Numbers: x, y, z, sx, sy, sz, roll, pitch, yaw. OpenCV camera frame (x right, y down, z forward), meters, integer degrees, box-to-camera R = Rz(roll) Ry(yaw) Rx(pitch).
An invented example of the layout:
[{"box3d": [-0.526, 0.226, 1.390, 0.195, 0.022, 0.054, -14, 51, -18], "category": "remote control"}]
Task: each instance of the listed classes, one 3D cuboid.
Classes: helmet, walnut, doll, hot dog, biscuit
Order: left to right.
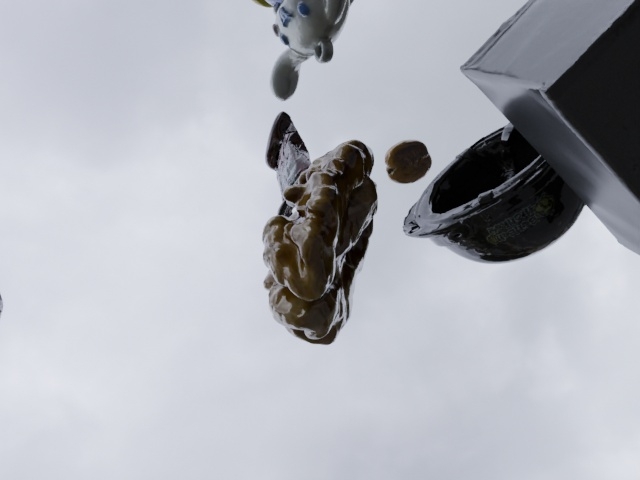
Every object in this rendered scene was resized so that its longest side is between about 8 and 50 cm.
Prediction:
[{"box3d": [-0.070, -0.162, 1.471, 0.063, 0.235, 0.151, 4, -47, -21], "category": "biscuit"}, {"box3d": [-0.027, -0.377, 1.033, 0.160, 0.242, 0.311, -30, -24, -37], "category": "doll"}, {"box3d": [0.000, 0.000, 0.522, 0.170, 0.069, 0.142, -62, -22, -50], "category": "walnut"}, {"box3d": [0.183, -0.164, 1.358, 0.140, 0.060, 0.089, -31, -86, -34], "category": "hot dog"}, {"box3d": [0.272, -0.052, 0.965, 0.279, 0.230, 0.160, -39, -72, 18], "category": "helmet"}]

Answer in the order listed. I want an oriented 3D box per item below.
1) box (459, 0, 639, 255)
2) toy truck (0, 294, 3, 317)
[{"box3d": [0.361, -0.140, 0.658, 0.345, 0.204, 0.251, 41, -81, -23], "category": "box"}, {"box3d": [-0.496, 0.027, 0.861, 0.124, 0.114, 0.253, -12, -61, -12], "category": "toy truck"}]
